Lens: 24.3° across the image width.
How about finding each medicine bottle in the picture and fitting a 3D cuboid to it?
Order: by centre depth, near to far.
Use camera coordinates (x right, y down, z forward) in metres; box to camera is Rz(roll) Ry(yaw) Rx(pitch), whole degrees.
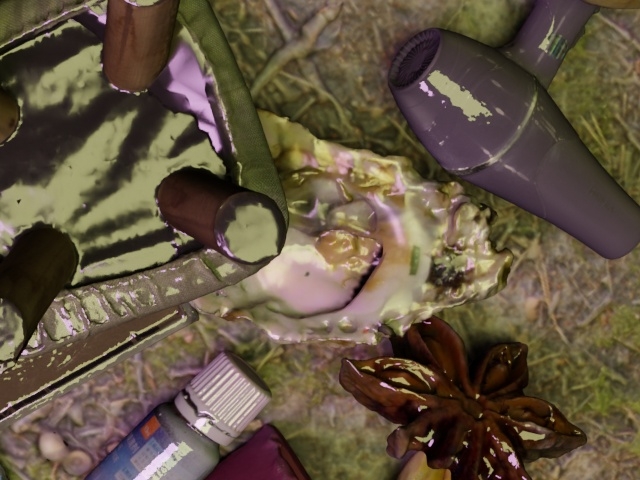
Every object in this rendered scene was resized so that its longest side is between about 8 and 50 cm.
[{"bbox_3d":[-0.137,0.197,1.422,0.203,0.083,0.083,-43,110,4],"label":"medicine bottle"}]

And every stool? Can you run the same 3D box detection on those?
[{"bbox_3d":[-0.200,-0.075,1.221,0.310,0.226,0.310,-22,91,-4],"label":"stool"}]

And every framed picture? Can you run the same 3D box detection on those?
[{"bbox_3d":[-0.289,0.058,1.385,0.289,0.016,0.213,-30,110,-1],"label":"framed picture"}]

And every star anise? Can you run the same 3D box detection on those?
[{"bbox_3d":[0.127,0.154,1.425,0.220,0.214,0.099,48,130,15],"label":"star anise"}]

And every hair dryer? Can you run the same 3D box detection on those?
[{"bbox_3d":[0.262,-0.182,1.387,0.301,0.121,0.361,35,92,-27],"label":"hair dryer"}]

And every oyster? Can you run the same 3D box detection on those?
[{"bbox_3d":[-0.001,0.003,1.389,0.355,0.107,0.201,19,89,0],"label":"oyster"}]

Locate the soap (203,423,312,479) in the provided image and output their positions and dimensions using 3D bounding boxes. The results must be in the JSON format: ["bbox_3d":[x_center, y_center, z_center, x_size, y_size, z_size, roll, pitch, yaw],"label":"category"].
[{"bbox_3d":[0.009,0.382,1.430,0.128,0.233,0.359,-30,110,1],"label":"soap"}]

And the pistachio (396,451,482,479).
[{"bbox_3d":[0.125,0.298,1.495,0.145,0.117,0.200,-6,99,-51],"label":"pistachio"}]

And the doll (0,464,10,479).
[{"bbox_3d":[-0.320,0.241,1.423,0.057,0.039,0.114,11,119,20],"label":"doll"}]

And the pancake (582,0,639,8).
[{"bbox_3d":[0.284,-0.355,1.319,0.295,0.049,0.294,0,91,-21],"label":"pancake"}]
